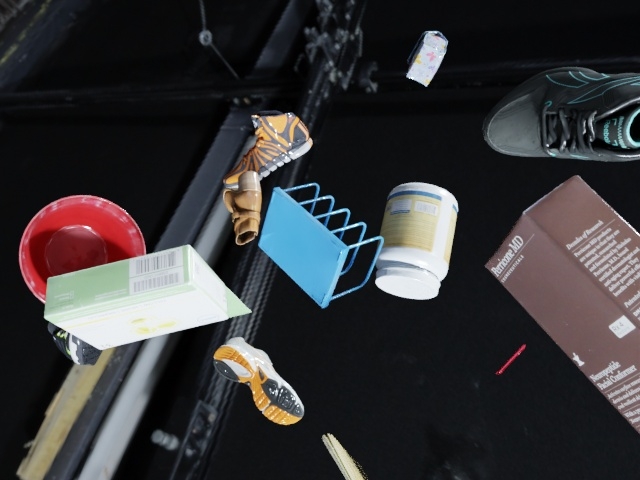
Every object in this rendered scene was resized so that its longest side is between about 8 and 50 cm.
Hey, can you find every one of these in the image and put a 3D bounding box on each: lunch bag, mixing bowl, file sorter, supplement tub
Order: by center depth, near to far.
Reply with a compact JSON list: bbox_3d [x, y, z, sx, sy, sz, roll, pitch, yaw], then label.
[{"bbox_3d":[-0.378,0.023,0.985,0.098,0.181,0.181,-2,-125,60],"label":"mixing bowl"},{"bbox_3d":[0.000,0.000,1.015,0.170,0.104,0.118,41,-50,30],"label":"file sorter"},{"bbox_3d":[0.188,-0.326,1.106,0.071,0.053,0.083,-62,-177,41],"label":"lunch bag"},{"bbox_3d":[0.188,0.002,1.241,0.144,0.144,0.200,0,-115,32],"label":"supplement tub"}]

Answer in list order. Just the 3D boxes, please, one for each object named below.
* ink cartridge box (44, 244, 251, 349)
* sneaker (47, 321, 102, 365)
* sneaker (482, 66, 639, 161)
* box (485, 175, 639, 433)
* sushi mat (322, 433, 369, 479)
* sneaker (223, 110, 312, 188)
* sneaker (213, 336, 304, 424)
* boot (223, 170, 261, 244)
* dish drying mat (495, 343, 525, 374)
[{"bbox_3d":[-0.194,0.091,0.769,0.171,0.235,0.056,-14,-119,6],"label":"ink cartridge box"},{"bbox_3d":[-0.437,0.169,1.096,0.097,0.235,0.084,25,-117,-6],"label":"sneaker"},{"bbox_3d":[0.289,-0.132,0.658,0.267,0.101,0.106,-3,-159,41],"label":"sneaker"},{"bbox_3d":[0.460,0.105,0.986,0.143,0.191,0.381,-30,-113,-20],"label":"box"},{"bbox_3d":[0.098,0.401,0.818,0.019,0.151,0.316,-34,-135,-3],"label":"sushi mat"},{"bbox_3d":[-0.201,-0.306,2.004,0.321,0.180,0.124,-32,-153,0],"label":"sneaker"},{"bbox_3d":[-0.134,0.328,1.520,0.099,0.262,0.121,-43,-175,18],"label":"sneaker"},{"bbox_3d":[-0.190,-0.060,1.497,0.197,0.073,0.152,133,-43,-63],"label":"boot"},{"bbox_3d":[0.410,0.257,1.347,0.083,0.032,0.008,-44,-106,-10],"label":"dish drying mat"}]
